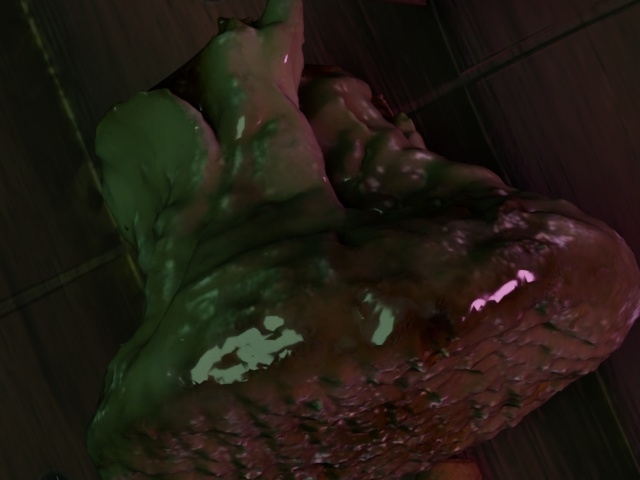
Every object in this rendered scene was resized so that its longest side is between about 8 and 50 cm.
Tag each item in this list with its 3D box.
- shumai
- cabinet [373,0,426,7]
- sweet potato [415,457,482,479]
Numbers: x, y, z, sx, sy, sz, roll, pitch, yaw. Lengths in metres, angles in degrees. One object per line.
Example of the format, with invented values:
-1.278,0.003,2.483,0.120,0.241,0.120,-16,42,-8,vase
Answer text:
0.000,0.000,1.185,0.398,0.324,0.323,-16,64,-10,shumai
0.087,-0.263,1.164,0.175,0.215,0.148,-17,87,25,cabinet
0.162,0.344,1.248,0.109,0.109,0.385,-21,85,24,sweet potato
